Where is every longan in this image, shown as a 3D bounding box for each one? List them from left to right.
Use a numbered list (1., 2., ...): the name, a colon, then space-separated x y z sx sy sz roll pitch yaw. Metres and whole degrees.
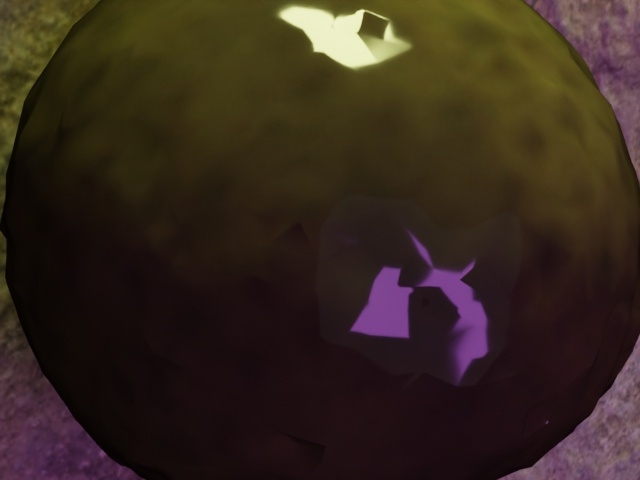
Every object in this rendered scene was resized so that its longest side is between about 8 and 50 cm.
1. longan: 0.000 0.000 1.103 0.391 0.391 0.391 -11 109 -35
